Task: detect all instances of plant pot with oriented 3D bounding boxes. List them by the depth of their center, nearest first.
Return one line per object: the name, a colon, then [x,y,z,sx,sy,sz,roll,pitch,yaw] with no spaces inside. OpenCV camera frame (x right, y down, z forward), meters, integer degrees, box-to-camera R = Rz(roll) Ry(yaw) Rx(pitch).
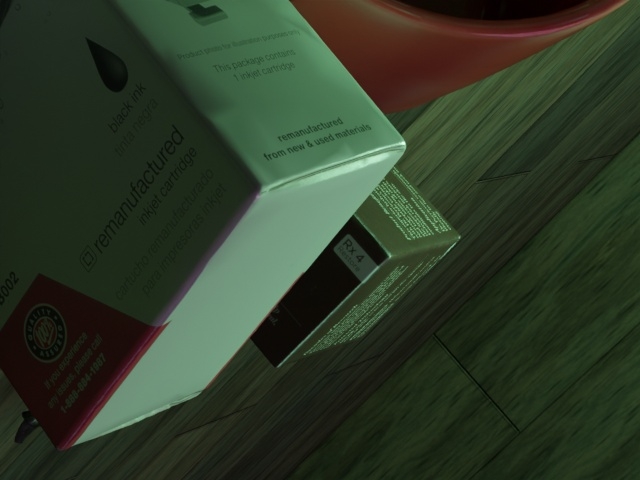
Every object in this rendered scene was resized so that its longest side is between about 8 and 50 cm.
plant pot: [0.051,-0.205,1.042,0.275,0.275,0.243,-36,177,-20]

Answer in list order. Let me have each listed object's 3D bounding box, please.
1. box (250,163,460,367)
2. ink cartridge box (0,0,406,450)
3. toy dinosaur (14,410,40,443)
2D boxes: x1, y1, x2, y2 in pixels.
box: [0.000,0.000,1.720,0.167,0.168,0.203,-45,166,22]
ink cartridge box: [-0.126,-0.074,0.857,0.117,0.283,0.207,-20,155,-49]
toy dinosaur: [-0.220,0.034,1.360,0.322,0.164,0.218,-16,143,-21]
